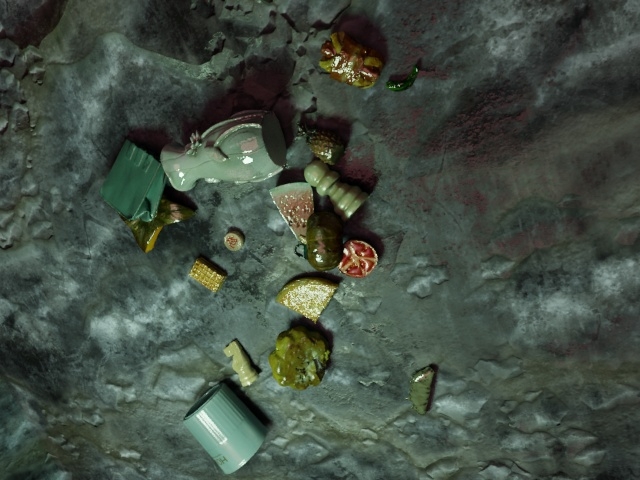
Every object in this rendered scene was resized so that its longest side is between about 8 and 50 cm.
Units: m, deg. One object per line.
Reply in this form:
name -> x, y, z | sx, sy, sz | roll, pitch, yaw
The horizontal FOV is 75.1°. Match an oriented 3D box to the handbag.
handbag -> -0.715, -0.229, 1.632 | 0.269, 0.100, 0.274 | 29, 96, 30

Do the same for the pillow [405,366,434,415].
pillow -> 0.405, 0.614, 1.706 | 0.093, 0.051, 0.241 | 7, 112, 7

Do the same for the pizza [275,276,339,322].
pizza -> -0.044, 0.238, 1.691 | 0.292, 0.058, 0.197 | -18, 105, 22

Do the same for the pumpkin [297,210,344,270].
pumpkin -> 0.000, 0.000, 1.469 | 0.162, 0.219, 0.219 | 2, 111, -3

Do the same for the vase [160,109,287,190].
vase -> -0.350, -0.307, 1.493 | 0.445, 0.250, 0.250 | -9, 106, 22

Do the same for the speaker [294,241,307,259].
speaker -> -0.052, 0.039, 1.609 | 0.094, 0.060, 0.075 | -7, 109, -17

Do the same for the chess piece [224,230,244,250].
chess piece -> -0.353, 0.000, 1.701 | 0.083, 0.038, 0.084 | 5, 108, 14

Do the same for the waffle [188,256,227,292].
waffle -> -0.483, 0.148, 1.787 | 0.148, 0.042, 0.102 | 33, 116, 2

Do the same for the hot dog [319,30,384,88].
hot dog -> 0.098, -0.574, 1.334 | 0.213, 0.103, 0.146 | 26, 113, 4

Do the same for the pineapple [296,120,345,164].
pineapple -> -0.009, -0.350, 1.455 | 0.197, 0.108, 0.108 | 36, 115, 14

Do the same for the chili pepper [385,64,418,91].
chili pepper -> 0.269, -0.513, 1.346 | 0.118, 0.035, 0.055 | -23, 119, 25

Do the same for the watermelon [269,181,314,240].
watermelon -> -0.084, -0.107, 1.572 | 0.154, 0.094, 0.241 | -12, 107, 9

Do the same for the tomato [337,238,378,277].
tomato -> 0.139, 0.062, 1.570 | 0.155, 0.069, 0.155 | 1, 106, 5

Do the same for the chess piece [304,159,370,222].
chess piece -> 0.043, -0.187, 1.481 | 0.243, 0.133, 0.133 | 41, 115, 5

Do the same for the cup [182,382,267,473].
cup -> -0.447, 0.852, 1.949 | 0.257, 0.331, 0.311 | -40, 94, -10

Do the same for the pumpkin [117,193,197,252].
pumpkin -> -0.696, -0.121, 1.721 | 0.290, 0.095, 0.258 | -39, 84, 15

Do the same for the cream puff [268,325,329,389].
cream puff -> -0.092, 0.485, 1.743 | 0.282, 0.185, 0.282 | -2, 95, -23

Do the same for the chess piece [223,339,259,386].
chess piece -> -0.362, 0.553, 1.889 | 0.090, 0.090, 0.200 | -31, 88, 23
